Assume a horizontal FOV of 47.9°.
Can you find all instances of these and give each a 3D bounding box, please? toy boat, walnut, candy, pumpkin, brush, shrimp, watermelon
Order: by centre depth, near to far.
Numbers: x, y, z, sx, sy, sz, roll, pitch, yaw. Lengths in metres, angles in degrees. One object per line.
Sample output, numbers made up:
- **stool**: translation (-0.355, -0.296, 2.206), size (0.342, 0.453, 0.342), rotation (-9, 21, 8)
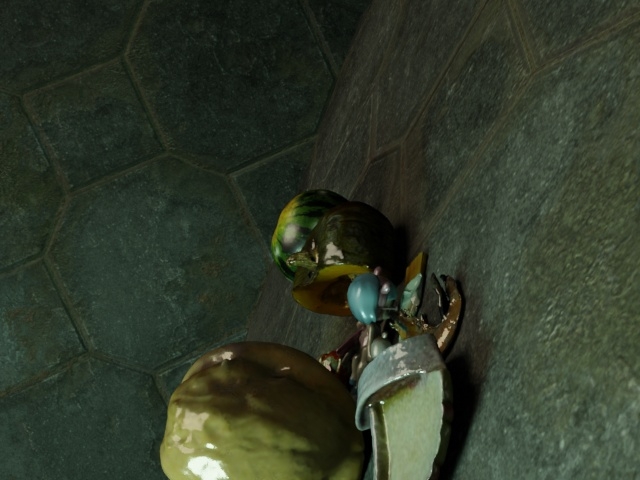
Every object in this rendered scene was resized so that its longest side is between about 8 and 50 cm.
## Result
- **toy boat**: translation (0.137, 0.288, 1.108), size (0.294, 0.111, 0.276), rotation (-103, 33, -50)
- **shrimp**: translation (0.180, 0.125, 1.260), size (0.152, 0.046, 0.219), rotation (-69, 19, 3)
- **brush**: translation (0.161, 0.175, 1.364), size (0.085, 0.020, 0.337), rotation (126, 162, -53)
- **walnut**: translation (-0.117, 0.383, 1.408), size (0.383, 0.383, 0.384), rotation (-159, 90, -79)
- **candy**: translation (0.031, 0.376, 1.566), size (0.084, 0.078, 0.288), rotation (-17, 54, 29)
- **pumpkin**: translation (0.042, 0.024, 1.658), size (0.325, 0.242, 0.232), rotation (135, 145, -56)
- **watermelon**: translation (-0.004, -0.002, 1.913), size (0.269, 0.268, 0.269), rotation (-159, 90, -79)

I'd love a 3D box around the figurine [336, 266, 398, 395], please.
- **figurine**: translation (0.090, 0.193, 1.439), size (0.205, 0.102, 0.260), rotation (-85, 5, -73)
